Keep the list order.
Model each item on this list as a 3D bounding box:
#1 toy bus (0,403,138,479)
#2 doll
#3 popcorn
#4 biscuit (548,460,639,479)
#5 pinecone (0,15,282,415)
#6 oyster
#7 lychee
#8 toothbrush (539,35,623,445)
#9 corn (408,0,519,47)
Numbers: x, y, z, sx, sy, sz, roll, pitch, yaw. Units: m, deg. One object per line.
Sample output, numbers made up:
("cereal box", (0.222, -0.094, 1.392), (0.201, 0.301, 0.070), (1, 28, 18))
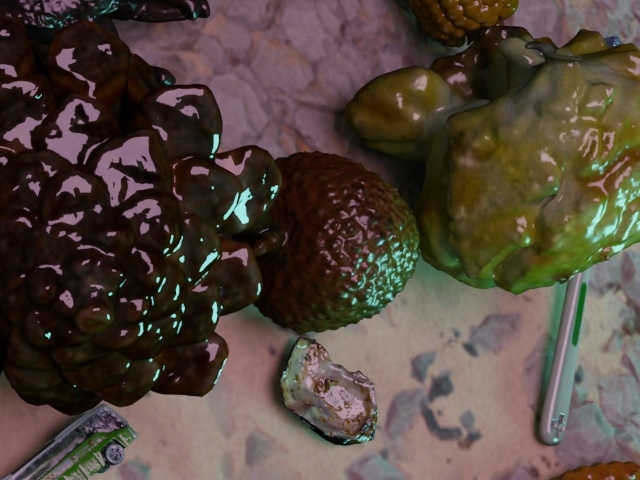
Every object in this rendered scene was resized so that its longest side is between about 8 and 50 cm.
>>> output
("toy bus", (-0.145, 0.128, 0.996), (0.083, 0.031, 0.037), (-39, 93, -32))
("doll", (-0.146, -0.146, 1.007), (0.165, 0.057, 0.139), (14, 28, -5))
("popcorn", (0.125, -0.060, 1.129), (0.212, 0.198, 0.198), (31, 60, 14))
("biscuit", (0.210, 0.275, 1.191), (0.254, 0.035, 0.254), (7, 76, -31))
("pinecone", (-0.150, -0.015, 0.919), (0.229, 0.201, 0.202), (32, 72, -29))
("oyster", (0.005, 0.101, 1.104), (0.083, 0.019, 0.054), (39, 61, -18))
("lychee", (0.000, 0.000, 1.068), (0.146, 0.114, 0.114), (5, 77, -52))
("toothbrush", (0.181, -0.003, 1.237), (0.030, 0.030, 0.304), (18, 74, -29))
("corn", (0.063, -0.241, 1.172), (0.080, 0.080, 0.231), (-29, 97, -33))
